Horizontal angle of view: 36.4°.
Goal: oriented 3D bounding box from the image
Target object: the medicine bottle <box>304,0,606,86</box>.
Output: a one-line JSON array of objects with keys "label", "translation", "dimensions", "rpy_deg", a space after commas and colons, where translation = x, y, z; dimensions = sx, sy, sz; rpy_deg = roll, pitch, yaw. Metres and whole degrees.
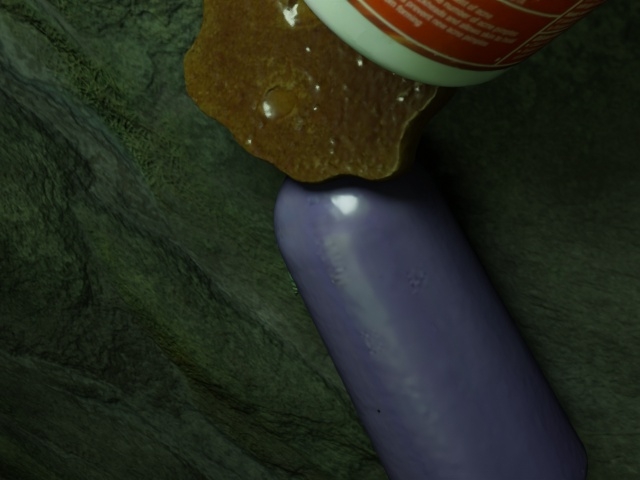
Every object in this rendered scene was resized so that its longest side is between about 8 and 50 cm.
[{"label": "medicine bottle", "translation": [0.116, -0.258, 0.620], "dimensions": [0.252, 0.252, 0.241], "rpy_deg": [46, 140, -9]}]

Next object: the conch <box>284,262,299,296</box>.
[{"label": "conch", "translation": [-0.005, 0.003, 1.119], "dimensions": [0.088, 0.065, 0.180], "rpy_deg": [29, 132, 15]}]

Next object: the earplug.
[{"label": "earplug", "translation": [0.104, 0.097, 1.028], "dimensions": [0.215, 0.215, 0.456], "rpy_deg": [-8, 118, 43]}]

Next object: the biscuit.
[{"label": "biscuit", "translation": [0.004, -0.181, 0.873], "dimensions": [0.273, 0.049, 0.257], "rpy_deg": [29, 113, 26]}]
